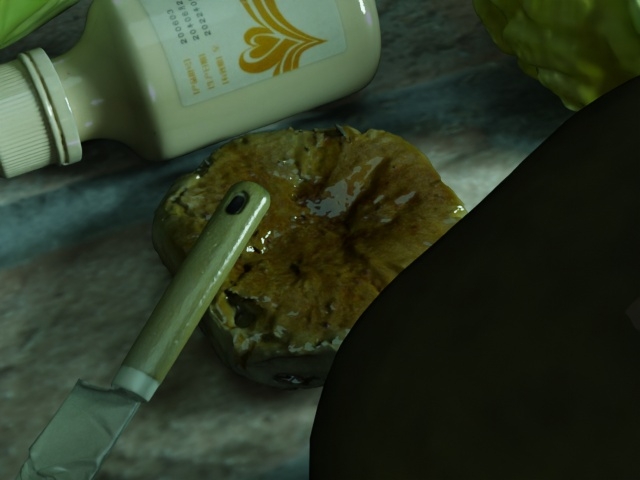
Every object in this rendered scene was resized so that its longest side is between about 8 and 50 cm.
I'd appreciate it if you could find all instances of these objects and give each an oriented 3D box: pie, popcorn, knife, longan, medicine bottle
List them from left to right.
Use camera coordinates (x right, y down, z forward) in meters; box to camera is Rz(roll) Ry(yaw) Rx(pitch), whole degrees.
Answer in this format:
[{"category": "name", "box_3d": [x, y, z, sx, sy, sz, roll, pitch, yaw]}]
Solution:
[{"category": "knife", "box_3d": [-0.112, 0.085, 0.632, 0.047, 0.017, 0.298, 20, 65, 21]}, {"category": "medicine bottle", "box_3d": [-0.093, -0.110, 0.778, 0.252, 0.114, 0.114, -22, 50, -16]}, {"category": "pie", "box_3d": [0.000, 0.000, 0.718, 0.195, 0.046, 0.195, 0, 47, 0]}, {"category": "popcorn", "box_3d": [0.223, -0.182, 0.788, 0.236, 0.206, 0.251, 15, 16, 34]}, {"category": "longan", "box_3d": [0.156, 0.082, 0.470, 0.318, 0.319, 0.319, -1, 47, 1]}]

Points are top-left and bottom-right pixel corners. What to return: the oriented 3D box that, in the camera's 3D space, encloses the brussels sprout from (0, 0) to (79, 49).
[{"category": "brussels sprout", "box_3d": [-0.346, -0.251, 0.742, 0.361, 0.343, 0.425, -21, 34, -29]}]
